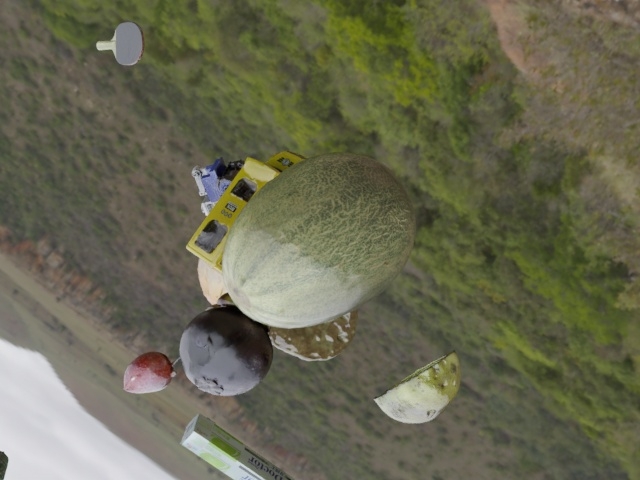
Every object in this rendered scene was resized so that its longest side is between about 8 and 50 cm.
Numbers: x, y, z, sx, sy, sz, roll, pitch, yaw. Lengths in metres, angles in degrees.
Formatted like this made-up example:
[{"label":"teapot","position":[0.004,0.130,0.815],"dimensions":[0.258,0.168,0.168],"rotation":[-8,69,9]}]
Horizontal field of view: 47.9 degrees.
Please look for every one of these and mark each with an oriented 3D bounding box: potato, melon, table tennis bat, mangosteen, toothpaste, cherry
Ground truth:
[{"label":"potato","position":[0.224,0.345,1.598],"dimensions":[0.111,0.160,0.271],"rotation":[57,151,10]},{"label":"melon","position":[0.000,0.000,1.110],"dimensions":[0.249,0.329,0.248],"rotation":[37,147,29]},{"label":"table tennis bat","position":[-0.415,-0.407,1.495],"dimensions":[0.157,0.086,0.013],"rotation":[11,-166,39]},{"label":"mangosteen","position":[-0.181,0.197,1.449],"dimensions":[0.194,0.230,0.194],"rotation":[14,149,9]},{"label":"toothpaste","position":[-0.218,0.597,1.945],"dimensions":[0.337,0.067,0.081],"rotation":[38,-159,-13]},{"label":"cherry","position":[-0.351,0.286,1.669],"dimensions":[0.090,0.226,0.107],"rotation":[56,163,34]}]

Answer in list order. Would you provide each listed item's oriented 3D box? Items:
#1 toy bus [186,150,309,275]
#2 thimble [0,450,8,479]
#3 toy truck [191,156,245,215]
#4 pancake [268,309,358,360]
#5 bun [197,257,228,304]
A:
[{"label":"toy bus","position":[-0.141,-0.068,1.609],"dimensions":[0.145,0.331,0.151],"rotation":[29,172,39]},{"label":"thimble","position":[-0.841,0.568,1.766],"dimensions":[0.090,0.135,0.118],"rotation":[-100,-3,-47]},{"label":"toy truck","position":[-0.319,-0.155,2.358],"dimensions":[0.177,0.161,0.213],"rotation":[-12,118,13]},{"label":"pancake","position":[-0.025,0.179,1.718],"dimensions":[0.042,0.236,0.222],"rotation":[167,92,-69]},{"label":"bun","position":[-0.247,0.144,2.112],"dimensions":[0.299,0.164,0.299],"rotation":[39,169,9]}]
